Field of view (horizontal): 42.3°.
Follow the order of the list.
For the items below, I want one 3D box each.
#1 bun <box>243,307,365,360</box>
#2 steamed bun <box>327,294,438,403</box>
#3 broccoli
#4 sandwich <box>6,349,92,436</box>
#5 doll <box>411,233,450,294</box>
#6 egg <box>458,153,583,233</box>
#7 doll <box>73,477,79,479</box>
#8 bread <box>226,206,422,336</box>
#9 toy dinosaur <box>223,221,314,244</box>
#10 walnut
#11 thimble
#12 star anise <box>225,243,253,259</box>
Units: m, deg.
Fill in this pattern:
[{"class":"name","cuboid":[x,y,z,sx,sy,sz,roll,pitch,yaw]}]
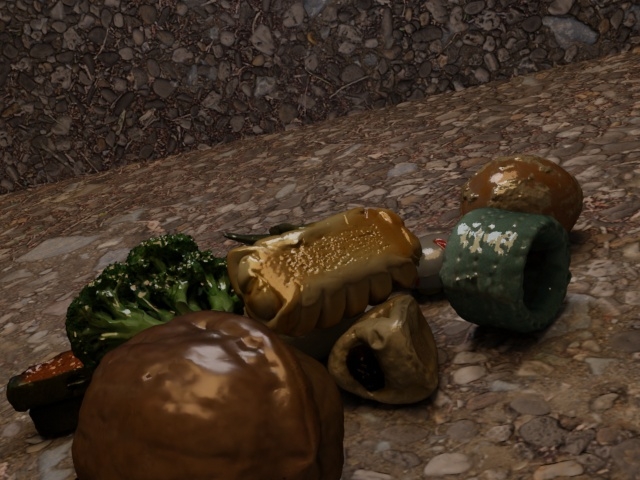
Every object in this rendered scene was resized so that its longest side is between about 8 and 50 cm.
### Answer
[{"class":"bun","cuboid":[-0.052,0.116,1.494,0.259,0.152,0.259,-11,20,4]},{"class":"steamed bun","cuboid":[0.089,0.176,1.270,0.155,0.141,0.172,-20,12,18]},{"class":"broccoli","cuboid":[-0.241,0.138,1.308,0.308,0.308,0.275,-23,5,-20]},{"class":"sandwich","cuboid":[-0.406,0.247,1.474,0.292,0.109,0.212,-22,11,-33]},{"class":"doll","cuboid":[0.181,0.042,1.608,0.200,0.105,0.336,-26,15,-33]},{"class":"egg","cuboid":[0.387,-0.067,1.597,0.245,0.203,0.203,-8,18,-11]},{"class":"doll","cuboid":[-0.281,0.312,1.201,0.219,0.067,0.091,-45,31,-6]},{"class":"bread","cuboid":[0.018,0.052,1.319,0.311,0.121,0.173,-18,54,-25]},{"class":"toy dinosaur","cuboid":[-0.005,0.001,1.470,0.363,0.076,0.147,1,4,5]},{"class":"walnut","cuboid":[-0.127,0.239,1.021,0.344,0.306,0.306,-3,22,48]},{"class":"thimble","cuboid":[0.299,0.050,1.332,0.143,0.198,0.235,9,12,40]},{"class":"star anise","cuboid":[-0.210,0.086,1.750,0.315,0.108,0.315,-18,24,9]}]
